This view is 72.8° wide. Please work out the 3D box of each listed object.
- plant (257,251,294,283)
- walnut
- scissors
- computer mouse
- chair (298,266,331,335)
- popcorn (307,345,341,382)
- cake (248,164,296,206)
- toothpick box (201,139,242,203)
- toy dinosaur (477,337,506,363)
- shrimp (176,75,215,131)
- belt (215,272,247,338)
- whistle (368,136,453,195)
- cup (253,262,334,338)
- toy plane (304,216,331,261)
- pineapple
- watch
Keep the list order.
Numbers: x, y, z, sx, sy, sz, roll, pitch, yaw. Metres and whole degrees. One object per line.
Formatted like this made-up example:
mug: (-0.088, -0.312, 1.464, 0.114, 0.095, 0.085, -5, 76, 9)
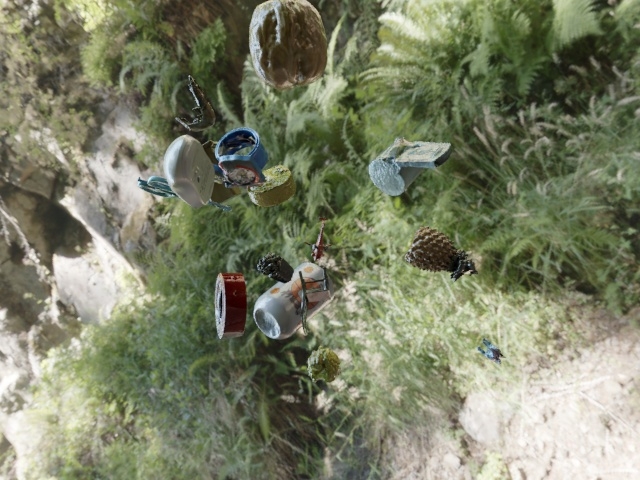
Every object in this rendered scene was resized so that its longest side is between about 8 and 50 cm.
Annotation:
plant: (-0.169, 0.103, 1.646, 0.094, 0.143, 0.092, -20, 44, 50)
walnut: (-0.127, -0.772, 1.688, 0.305, 0.345, 0.306, -11, 5, 1)
scissors: (-0.542, -0.179, 1.762, 0.180, 0.392, 0.032, -11, 66, 53)
computer mouse: (-0.449, -0.228, 1.465, 0.297, 0.120, 0.185, 93, -177, -75)
chair: (-0.014, 0.205, 1.447, 0.101, 0.213, 0.084, -9, -30, 3)
popcorn: (0.011, 0.598, 2.066, 0.173, 0.173, 0.142, -46, 5, 10)
cake: (-0.269, -0.294, 2.388, 0.260, 0.179, 0.156, -27, -47, -8)
toothpick box: (-0.572, -0.360, 2.365, 0.190, 0.309, 0.187, -26, 7, 8)
toy dinosaur: (0.510, 0.332, 1.292, 0.045, 0.080, 0.197, -50, -31, -7)
shrimp: (-0.484, -0.499, 1.617, 0.147, 0.195, 0.035, -15, 24, 18)
belt: (-0.432, 0.317, 2.077, 0.115, 0.325, 0.227, 0, 3, -24)
whistle: (0.355, -0.332, 1.799, 0.168, 0.188, 0.404, -44, 5, -26)
cup: (-0.118, 0.260, 1.820, 0.317, 0.212, 0.212, -36, -10, -42)
toy plane: (0.007, 0.002, 1.927, 0.194, 0.126, 0.077, -59, 24, 11)
pineapple: (0.610, 0.086, 2.133, 0.223, 0.357, 0.223, -56, -15, -24)
watch: (-0.426, -0.413, 2.189, 0.241, 0.304, 0.275, 65, -156, -59)
